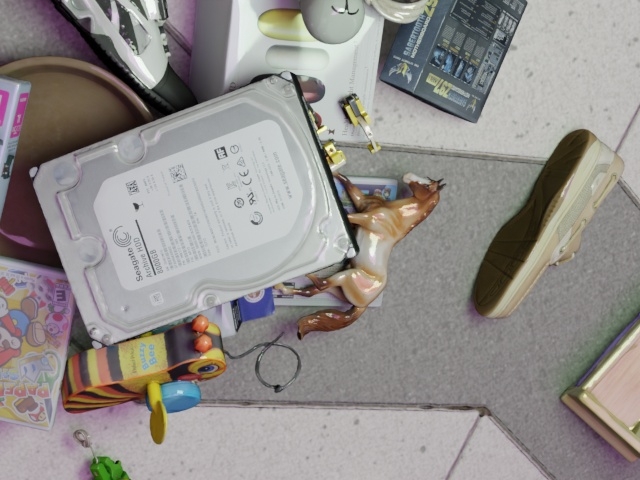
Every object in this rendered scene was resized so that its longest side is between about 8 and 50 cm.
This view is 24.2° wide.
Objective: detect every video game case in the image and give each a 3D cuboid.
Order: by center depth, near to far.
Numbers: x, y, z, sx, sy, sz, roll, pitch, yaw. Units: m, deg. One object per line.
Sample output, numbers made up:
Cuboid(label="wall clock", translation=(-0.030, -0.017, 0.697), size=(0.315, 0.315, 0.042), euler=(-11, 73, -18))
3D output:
Cuboid(label="video game case", translation=(-0.425, 0.116, 1.852), size=(0.226, 0.026, 0.206), euler=(12, 102, -1))
Cuboid(label="video game case", translation=(0.000, 0.000, 2.036), size=(0.201, 0.023, 0.184), euler=(2, 104, -21))

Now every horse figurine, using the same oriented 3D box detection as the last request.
Cuboid(label="horse figurine", translation=(0.043, 0.014, 2.008), size=(0.174, 0.066, 0.263), euler=(17, 96, -18))

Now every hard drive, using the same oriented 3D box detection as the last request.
Cuboid(label="hard drive", translation=(-0.150, -0.035, 1.772), size=(0.338, 0.064, 0.237), euler=(-19, 90, 8))

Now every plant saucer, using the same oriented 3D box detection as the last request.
Cuboid(label="plant saucer", translation=(-0.327, -0.092, 1.837), size=(0.277, 0.041, 0.278), euler=(-1, 108, -4))

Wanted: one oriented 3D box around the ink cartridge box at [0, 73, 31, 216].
Cuboid(label="ink cartridge box", translation=(-0.472, -0.063, 1.777), size=(0.185, 0.065, 0.311), euler=(15, 102, 1))

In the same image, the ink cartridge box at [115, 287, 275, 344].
Cuboid(label="ink cartridge box", translation=(-0.177, 0.027, 1.947), size=(0.223, 0.045, 0.223), euler=(-13, 109, -11))

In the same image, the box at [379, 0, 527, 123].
Cuboid(label="box", translation=(0.177, -0.262, 1.941), size=(0.232, 0.059, 0.183), euler=(12, 101, -62))

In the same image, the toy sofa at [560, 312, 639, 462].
Cuboid(label="toy sofa", translation=(0.533, 0.151, 2.234), size=(0.150, 0.177, 0.362), euler=(42, 87, -1))

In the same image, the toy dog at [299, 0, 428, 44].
Cuboid(label="toy dog", translation=(-0.004, -0.402, 1.769), size=(0.220, 0.334, 0.161), euler=(-23, 153, -35))

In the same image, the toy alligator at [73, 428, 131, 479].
Cuboid(label="toy alligator", translation=(-0.278, 0.322, 2.004), size=(0.051, 0.056, 0.190), euler=(-46, 124, -52))

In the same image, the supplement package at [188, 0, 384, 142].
Cuboid(label="supplement package", translation=(-0.046, -0.234, 1.881), size=(0.203, 0.149, 0.194), euler=(1, 105, -22))

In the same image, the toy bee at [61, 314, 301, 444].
Cuboid(label="toy bee", translation=(-0.185, 0.137, 1.869), size=(0.298, 0.162, 0.195), euler=(-29, 69, -15))

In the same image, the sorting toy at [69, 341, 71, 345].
Cuboid(label="sorting toy", translation=(-0.339, 0.145, 1.923), size=(0.042, 0.061, 0.102), euler=(6, 125, -23))

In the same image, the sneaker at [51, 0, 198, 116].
Cuboid(label="sneaker", translation=(-0.230, -0.287, 1.808), size=(0.146, 0.122, 0.330), euler=(-43, 112, -9))

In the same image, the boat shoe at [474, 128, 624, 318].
Cuboid(label="boat shoe", translation=(0.328, -0.009, 2.117), size=(0.098, 0.109, 0.302), euler=(33, 86, -24))

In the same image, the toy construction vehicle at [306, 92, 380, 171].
Cuboid(label="toy construction vehicle", translation=(0.022, -0.135, 1.835), size=(0.086, 0.035, 0.098), euler=(-30, 117, -9))
